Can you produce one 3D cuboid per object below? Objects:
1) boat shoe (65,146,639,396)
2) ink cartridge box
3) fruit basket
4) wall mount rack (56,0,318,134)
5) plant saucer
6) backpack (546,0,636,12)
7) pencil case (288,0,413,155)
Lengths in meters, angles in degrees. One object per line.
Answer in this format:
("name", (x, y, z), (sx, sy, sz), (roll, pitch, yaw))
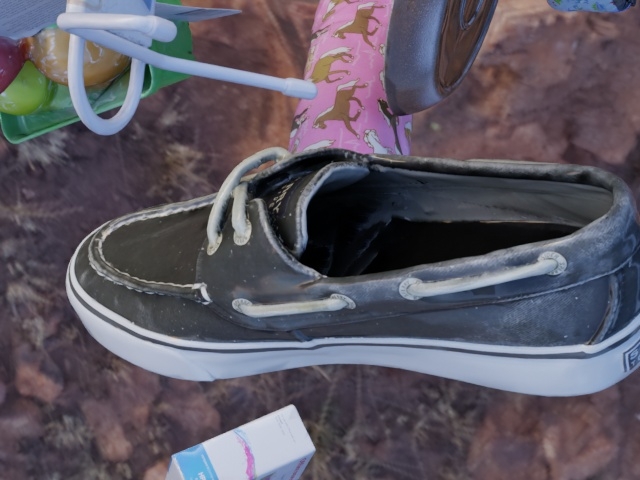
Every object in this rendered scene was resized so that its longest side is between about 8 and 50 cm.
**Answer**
("boat shoe", (0.000, 0.000, 0.377), (0.070, 0.219, 0.077), (64, 36, -42))
("ink cartridge box", (-0.074, 0.206, 1.023), (0.122, 0.052, 0.088), (-21, 158, -22))
("fruit basket", (-0.307, -0.202, 1.107), (0.353, 0.327, 0.165), (-3, 82, -53))
("wall mount rack", (-0.106, -0.258, 0.997), (0.304, 0.131, 0.350), (6, 90, -68))
("plant saucer", (0.151, -0.279, 1.228), (0.310, 0.050, 0.310), (-56, 159, -35))
("backpack", (0.308, -0.324, 1.309), (0.084, 0.114, 0.105), (33, 67, -51))
("pencil case", (0.050, -0.154, 1.363), (0.160, 0.386, 0.167), (6, 138, 2))
